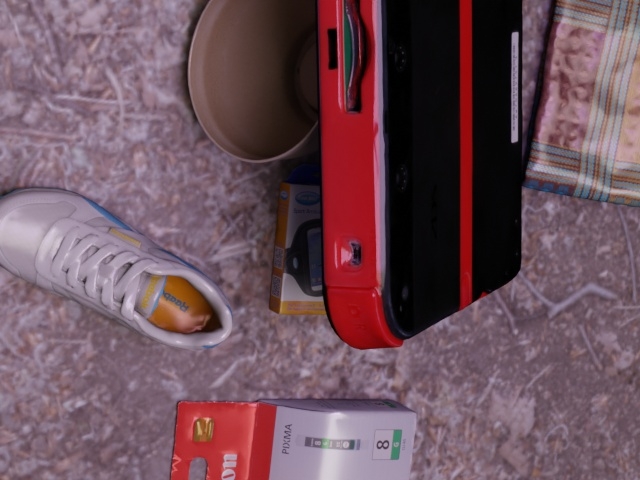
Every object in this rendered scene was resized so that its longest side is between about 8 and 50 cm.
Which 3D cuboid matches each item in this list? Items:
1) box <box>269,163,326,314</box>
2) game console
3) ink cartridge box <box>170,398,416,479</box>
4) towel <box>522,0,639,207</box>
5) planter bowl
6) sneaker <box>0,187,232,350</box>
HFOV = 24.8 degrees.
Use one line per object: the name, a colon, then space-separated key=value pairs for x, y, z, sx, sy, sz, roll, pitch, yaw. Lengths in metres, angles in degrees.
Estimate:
box: x=0.000 y=0.000 z=1.332 sx=0.081 sy=0.028 sz=0.136 roll=1 pitch=100 yaw=-25
game console: x=0.096 y=-0.120 z=1.252 sx=0.342 sy=0.060 sz=0.386 roll=-23 pitch=114 yaw=-61
ink cartridge box: x=-0.027 y=0.239 z=1.347 sx=0.225 sy=0.056 sz=0.181 roll=3 pitch=97 yaw=-27
towel: x=0.397 y=-0.152 z=1.417 sx=0.370 sy=0.040 sz=0.271 roll=9 pitch=94 yaw=-5
planter bowl: x=-0.018 y=-0.146 z=1.241 sx=0.109 sy=0.162 sz=0.162 roll=-2 pitch=101 yaw=-52
sneaker: x=-0.174 y=0.023 z=1.220 sx=0.229 sy=0.092 sz=0.087 roll=25 pitch=90 yaw=-25
